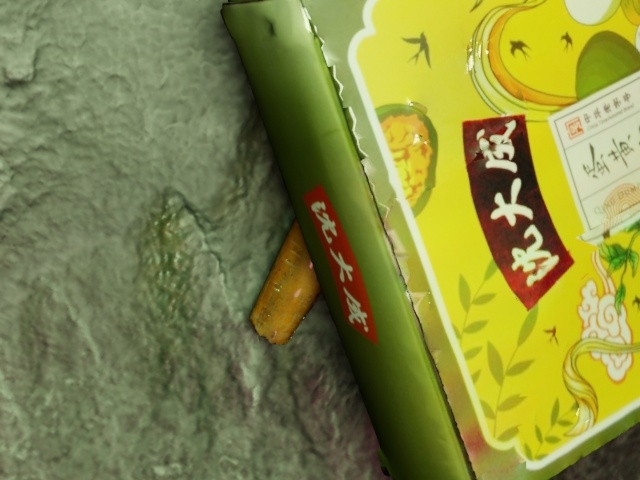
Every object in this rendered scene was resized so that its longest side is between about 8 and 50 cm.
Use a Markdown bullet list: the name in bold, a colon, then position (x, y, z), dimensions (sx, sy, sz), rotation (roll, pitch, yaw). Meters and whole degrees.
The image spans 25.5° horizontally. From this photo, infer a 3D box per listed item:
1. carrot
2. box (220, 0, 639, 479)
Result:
- **carrot**: position (0.000, 0.000, 1.033), dimensions (0.055, 0.055, 0.161), rotation (31, 97, -20)
- **box**: position (0.186, -0.070, 0.995), dimensions (0.420, 0.138, 0.373), rotation (-26, 107, -22)
